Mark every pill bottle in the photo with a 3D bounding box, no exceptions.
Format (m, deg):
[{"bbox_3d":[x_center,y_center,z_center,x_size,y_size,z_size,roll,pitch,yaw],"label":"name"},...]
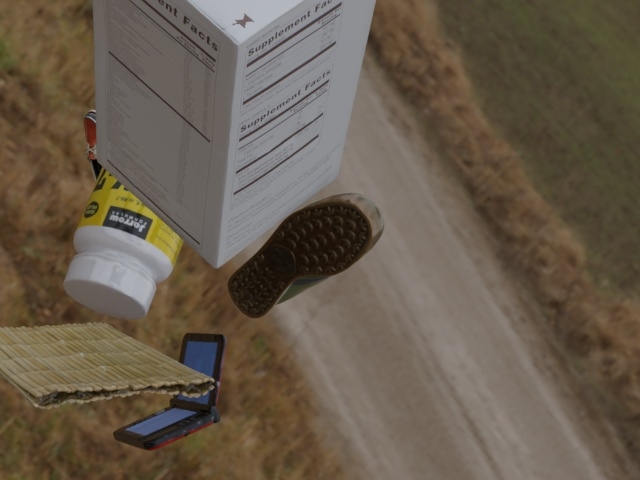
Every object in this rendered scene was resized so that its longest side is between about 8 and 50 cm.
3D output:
[{"bbox_3d":[-0.211,-0.022,1.508,0.119,0.119,0.208,33,61,-30],"label":"pill bottle"}]

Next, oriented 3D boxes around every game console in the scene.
[{"bbox_3d":[-0.164,0.161,1.423,0.144,0.124,0.085,-9,-78,67],"label":"game console"}]

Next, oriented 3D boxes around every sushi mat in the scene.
[{"bbox_3d":[-0.220,0.107,1.182,0.151,0.019,0.316,0,6,-26],"label":"sushi mat"}]

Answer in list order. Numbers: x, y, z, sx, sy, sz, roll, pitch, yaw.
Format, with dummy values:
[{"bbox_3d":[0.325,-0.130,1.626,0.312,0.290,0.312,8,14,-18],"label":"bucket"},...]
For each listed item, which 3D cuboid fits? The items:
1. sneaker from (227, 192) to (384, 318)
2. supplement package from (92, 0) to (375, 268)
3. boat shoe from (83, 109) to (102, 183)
[{"bbox_3d":[0.000,0.000,1.147,0.064,0.192,0.086,55,44,0],"label":"sneaker"},{"bbox_3d":[-0.062,-0.121,0.901,0.139,0.244,0.134,41,60,18],"label":"supplement package"},{"bbox_3d":[-0.325,-0.126,1.951,0.043,0.049,0.137,-37,125,-38],"label":"boat shoe"}]
